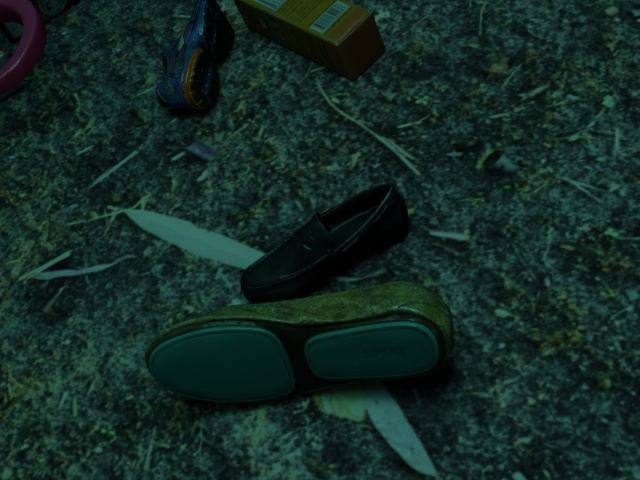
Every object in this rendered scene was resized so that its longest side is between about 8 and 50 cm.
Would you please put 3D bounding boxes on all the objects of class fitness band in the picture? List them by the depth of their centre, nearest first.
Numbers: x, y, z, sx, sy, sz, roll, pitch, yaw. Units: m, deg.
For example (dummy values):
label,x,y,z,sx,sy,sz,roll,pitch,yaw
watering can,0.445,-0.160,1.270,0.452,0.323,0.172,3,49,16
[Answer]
label,x,y,z,sx,sy,sz,roll,pitch,yaw
fitness band,-0.553,-0.287,1.799,0.291,0.054,0.209,-3,51,16

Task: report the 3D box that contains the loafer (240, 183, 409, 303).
label,x,y,z,sx,sy,sz,roll,pitch,yaw
loafer,0.000,0.000,1.431,0.223,0.078,0.076,-28,47,-3

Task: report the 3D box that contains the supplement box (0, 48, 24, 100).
label,x,y,z,sx,sy,sz,roll,pitch,yaw
supplement box,-0.577,-0.292,1.898,0.130,0.073,0.239,-34,48,-9

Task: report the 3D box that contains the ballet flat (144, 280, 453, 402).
label,x,y,z,sx,sy,sz,roll,pitch,yaw
ballet flat,-0.021,0.109,1.340,0.349,0.123,0.123,-8,50,16

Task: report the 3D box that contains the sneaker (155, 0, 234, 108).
label,x,y,z,sx,sy,sz,roll,pitch,yaw
sneaker,-0.189,-0.276,1.735,0.087,0.083,0.221,-9,46,24

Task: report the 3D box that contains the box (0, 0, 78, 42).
label,x,y,z,sx,sy,sz,roll,pitch,yaw
box,-0.455,-0.468,2.006,0.270,0.060,0.216,-36,48,-11

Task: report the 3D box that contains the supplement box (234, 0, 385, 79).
label,x,y,z,sx,sy,sz,roll,pitch,yaw
supplement box,-0.020,-0.312,1.701,0.080,0.078,0.233,-45,50,-14
